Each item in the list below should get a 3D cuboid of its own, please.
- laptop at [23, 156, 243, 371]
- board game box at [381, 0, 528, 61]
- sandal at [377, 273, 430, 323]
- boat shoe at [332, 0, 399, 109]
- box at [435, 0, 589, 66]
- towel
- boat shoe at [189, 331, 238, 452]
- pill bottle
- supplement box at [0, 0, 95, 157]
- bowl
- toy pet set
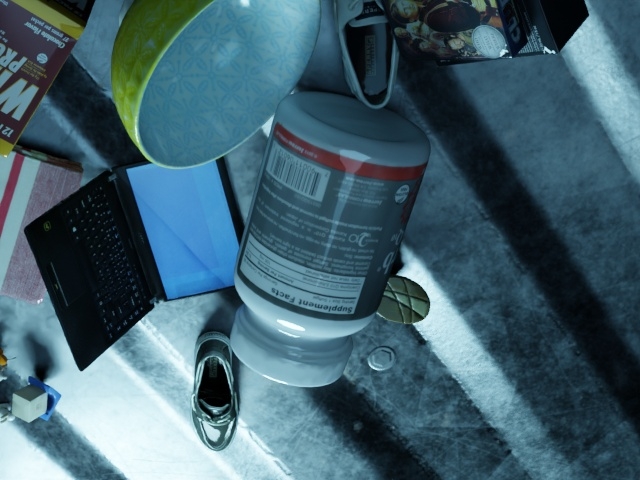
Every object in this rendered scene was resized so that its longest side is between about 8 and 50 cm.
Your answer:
[{"bbox_3d":[-0.239,0.024,1.366,0.137,0.264,0.234,6,123,32],"label":"laptop"},{"bbox_3d":[0.132,-0.325,1.148,0.042,0.165,0.243,-47,127,-32],"label":"board game box"},{"bbox_3d":[0.079,0.074,1.486,0.180,0.049,0.072,12,111,3],"label":"sandal"},{"bbox_3d":[0.057,-0.298,1.260,0.096,0.088,0.267,-4,118,-4],"label":"boat shoe"},{"bbox_3d":[0.188,-0.352,1.189,0.184,0.103,0.261,1,130,43],"label":"box"},{"bbox_3d":[-0.514,-0.053,1.354,0.329,0.037,0.237,19,116,-14],"label":"towel"},{"bbox_3d":[-0.168,0.251,1.532,0.078,0.070,0.219,-4,118,-5],"label":"boat shoe"},{"bbox_3d":[0.000,0.000,1.335,0.210,0.210,0.362,11,114,-12],"label":"pill bottle"},{"bbox_3d":[-0.374,-0.238,1.180,0.129,0.194,0.191,30,111,-20],"label":"supplement box"},{"bbox_3d":[-0.155,-0.246,1.205,0.156,0.289,0.289,44,111,20],"label":"bowl"},{"bbox_3d":[-0.459,0.220,1.502,0.114,0.065,0.122,21,115,22],"label":"toy pet set"}]
